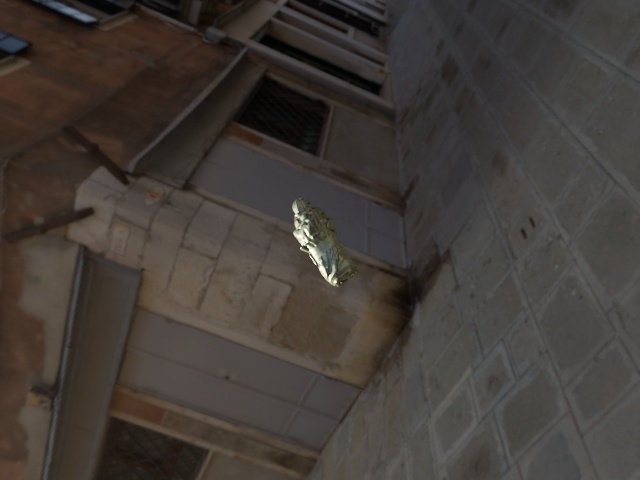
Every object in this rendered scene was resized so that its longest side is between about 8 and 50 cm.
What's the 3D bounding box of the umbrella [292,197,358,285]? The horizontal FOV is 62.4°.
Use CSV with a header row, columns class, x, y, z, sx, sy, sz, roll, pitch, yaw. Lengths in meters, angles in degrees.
class,x,y,z,sx,sy,sz,roll,pitch,yaw
umbrella,0.000,0.000,0.767,0.062,0.144,0.067,-27,-13,-9
